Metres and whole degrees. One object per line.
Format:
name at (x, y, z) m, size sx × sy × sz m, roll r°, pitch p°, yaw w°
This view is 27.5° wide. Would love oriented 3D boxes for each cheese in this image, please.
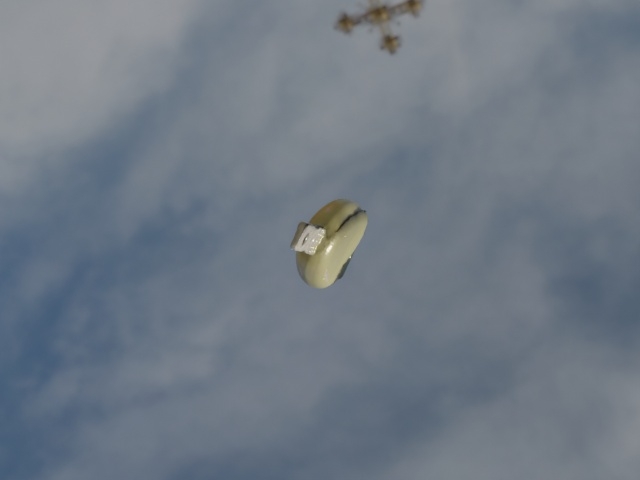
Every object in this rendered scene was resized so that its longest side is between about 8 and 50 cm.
cheese at (0.000, 0.000, 1.666) m, size 0.054 × 0.251 × 0.127 m, roll 26°, pitch -88°, yaw 13°
